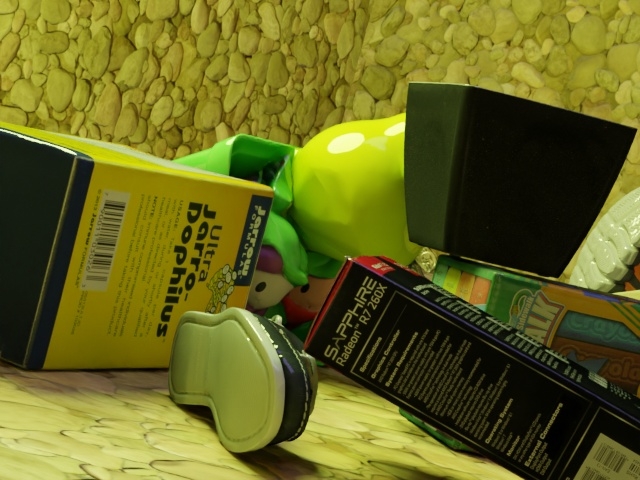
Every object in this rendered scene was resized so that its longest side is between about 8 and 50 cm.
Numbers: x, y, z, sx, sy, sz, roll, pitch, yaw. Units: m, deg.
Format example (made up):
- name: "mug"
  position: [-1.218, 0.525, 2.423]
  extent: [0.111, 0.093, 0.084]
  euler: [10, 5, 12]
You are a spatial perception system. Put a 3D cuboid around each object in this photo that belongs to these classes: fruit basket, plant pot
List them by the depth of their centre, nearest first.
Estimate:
- name: "plant pot"
  position: [0.184, -0.059, 1.820]
  extent: [0.188, 0.167, 0.187]
  euler: [12, 3, -17]
- name: "fruit basket"
  position: [0.000, 0.000, 1.997]
  extent: [0.392, 0.283, 0.392]
  euler: [1, -3, 0]

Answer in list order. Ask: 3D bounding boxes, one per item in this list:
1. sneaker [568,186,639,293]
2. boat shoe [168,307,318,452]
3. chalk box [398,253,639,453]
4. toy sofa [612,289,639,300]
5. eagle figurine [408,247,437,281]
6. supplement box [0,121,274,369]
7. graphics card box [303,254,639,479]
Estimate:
- name: "sneaker"
  position: [0.404, 0.085, 2.254]
  extent: [0.180, 0.321, 0.124]
  euler: [22, 26, -12]
- name: "boat shoe"
  position: [-0.048, 0.109, 1.474]
  extent: [0.091, 0.114, 0.302]
  euler: [8, 6, -18]
- name: "chalk box"
  position: [0.195, 0.120, 1.798]
  extent: [0.289, 0.179, 0.180]
  euler: [14, 3, -17]
- name: "toy sofa"
  position: [0.396, 0.137, 2.000]
  extent: [0.177, 0.150, 0.362]
  euler: [17, -11, -16]
- name: "eagle figurine"
  position: [0.017, 0.041, 2.685]
  extent: [0.298, 0.225, 0.226]
  euler: [-22, -25, -22]
- name: "supplement box"
  position: [-0.227, 0.006, 1.704]
  extent: [0.194, 0.195, 0.356]
  euler: [17, 4, 27]
- name: "graphics card box"
  position: [0.177, 0.137, 1.472]
  extent: [0.371, 0.094, 0.233]
  euler: [28, 3, 8]
